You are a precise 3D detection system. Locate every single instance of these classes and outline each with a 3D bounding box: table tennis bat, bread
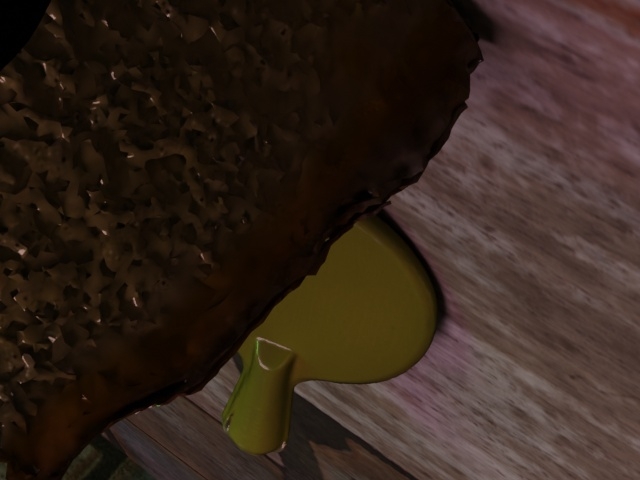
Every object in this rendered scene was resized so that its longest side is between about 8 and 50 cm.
[{"bbox_3d":[-0.028,0.068,1.120,0.224,0.054,0.369,22,143,7],"label":"table tennis bat"},{"bbox_3d":[-0.114,-0.076,0.729,0.248,0.315,0.279,52,169,-23],"label":"bread"}]

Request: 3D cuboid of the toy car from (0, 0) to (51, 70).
[{"bbox_3d":[-0.159,-0.193,0.492,0.176,0.358,0.213,57,-174,33],"label":"toy car"}]
